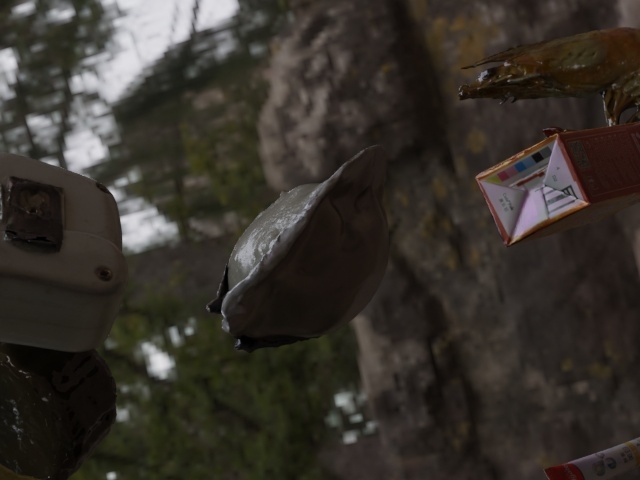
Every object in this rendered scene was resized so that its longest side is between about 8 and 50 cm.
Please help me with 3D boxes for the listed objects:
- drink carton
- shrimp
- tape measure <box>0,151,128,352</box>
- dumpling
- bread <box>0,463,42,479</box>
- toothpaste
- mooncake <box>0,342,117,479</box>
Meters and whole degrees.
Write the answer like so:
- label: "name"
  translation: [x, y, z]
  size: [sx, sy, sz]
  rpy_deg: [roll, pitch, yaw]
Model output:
- label: "drink carton"
  translation: [0.240, -0.055, 1.480]
  size: [0.223, 0.096, 0.071]
  rpy_deg: [-11, -105, -56]
- label: "shrimp"
  translation: [0.261, -0.143, 1.621]
  size: [0.068, 0.248, 0.150]
  rpy_deg: [69, -155, -72]
- label: "tape measure"
  translation: [-0.356, 0.010, 1.868]
  size: [0.265, 0.258, 0.130]
  rpy_deg: [-101, 27, -45]
- label: "dumpling"
  translation: [0.005, 0.016, 1.784]
  size: [0.293, 0.204, 0.163]
  rpy_deg: [-37, -82, -49]
- label: "bread"
  translation: [-0.423, 0.258, 1.298]
  size: [0.233, 0.361, 0.245]
  rpy_deg: [37, -126, -32]
- label: "toothpaste"
  translation: [0.357, 0.274, 2.011]
  size: [0.190, 0.031, 0.048]
  rpy_deg: [-15, -117, -34]
- label: "mooncake"
  translation: [-0.357, 0.183, 1.984]
  size: [0.124, 0.228, 0.228]
  rpy_deg: [-42, -61, -44]
